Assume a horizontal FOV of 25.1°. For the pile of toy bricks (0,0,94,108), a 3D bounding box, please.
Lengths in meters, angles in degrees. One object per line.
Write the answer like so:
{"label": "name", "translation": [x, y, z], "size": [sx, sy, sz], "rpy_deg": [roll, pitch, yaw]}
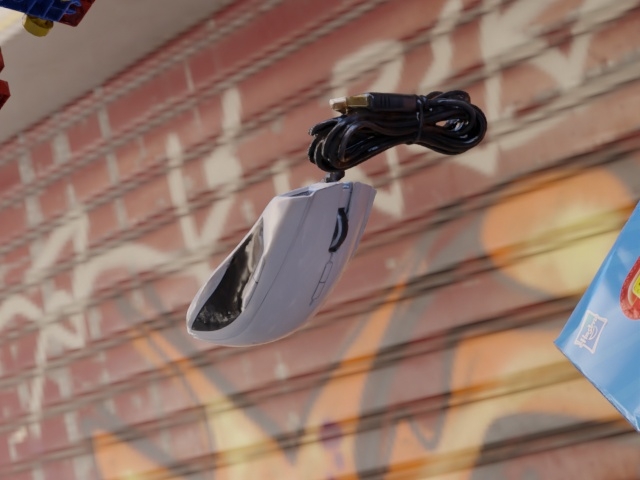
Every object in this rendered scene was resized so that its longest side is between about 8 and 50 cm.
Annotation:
{"label": "pile of toy bricks", "translation": [-0.213, -0.140, 0.636], "size": [0.212, 0.105, 0.118], "rpy_deg": [12, -43, -38]}

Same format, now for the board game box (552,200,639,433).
{"label": "board game box", "translation": [0.307, -0.017, 0.627], "size": [0.308, 0.302, 0.086], "rpy_deg": [22, 15, -28]}

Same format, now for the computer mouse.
{"label": "computer mouse", "translation": [0.000, 0.000, 0.733], "size": [0.106, 0.042, 0.193], "rpy_deg": [-9, -35, -48]}
